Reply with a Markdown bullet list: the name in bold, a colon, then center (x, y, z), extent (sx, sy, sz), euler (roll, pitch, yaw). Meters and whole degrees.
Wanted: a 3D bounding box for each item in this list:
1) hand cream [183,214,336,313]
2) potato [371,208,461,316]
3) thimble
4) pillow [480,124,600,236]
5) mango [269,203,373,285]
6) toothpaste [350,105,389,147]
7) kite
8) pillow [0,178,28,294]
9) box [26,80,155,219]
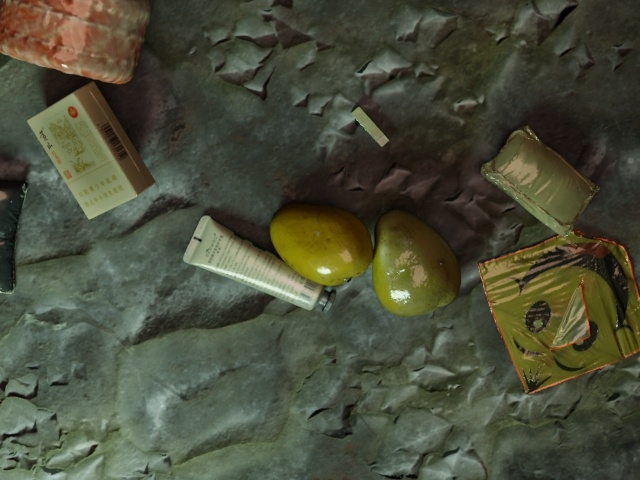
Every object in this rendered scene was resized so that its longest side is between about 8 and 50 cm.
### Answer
- **hand cream**: center (-0.103, 0.053, 1.876), extent (0.276, 0.059, 0.095), euler (26, 96, -4)
- **potato**: center (0.159, 0.037, 1.854), extent (0.157, 0.157, 0.194), euler (-23, 87, 0)
- **thimble**: center (-0.395, -0.344, 1.680), extent (0.239, 0.239, 0.162), euler (13, 98, -7)
- **pillow**: center (0.392, -0.108, 1.878), extent (0.208, 0.053, 0.119), euler (38, 92, -11)
- **mango**: center (0.000, 0.000, 1.837), extent (0.195, 0.098, 0.137), euler (31, 96, 22)
- **toothpaste**: center (0.088, -0.201, 1.854), extent (0.020, 0.017, 0.083), euler (-42, 101, 7)
- **kite**: center (0.448, 0.140, 1.956), extent (0.377, 0.013, 0.328), euler (20, 100, -9)
- **pillow**: center (-0.589, -0.011, 1.823), extent (0.141, 0.055, 0.208), euler (7, 102, -14)
- **box**: center (-0.385, -0.149, 1.772), extent (0.141, 0.058, 0.201), euler (-22, 106, 38)
